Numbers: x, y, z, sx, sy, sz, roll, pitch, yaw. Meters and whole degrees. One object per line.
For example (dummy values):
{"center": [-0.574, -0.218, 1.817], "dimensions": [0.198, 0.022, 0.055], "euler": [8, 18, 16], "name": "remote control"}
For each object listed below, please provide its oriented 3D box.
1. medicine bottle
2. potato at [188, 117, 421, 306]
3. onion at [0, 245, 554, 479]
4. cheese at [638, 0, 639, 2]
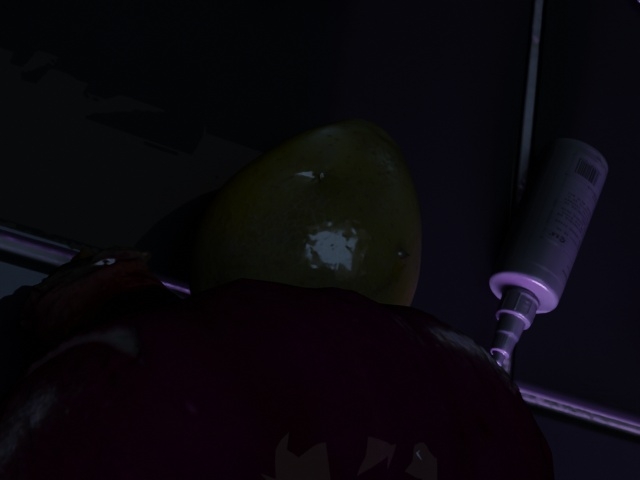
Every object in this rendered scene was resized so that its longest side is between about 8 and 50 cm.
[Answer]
{"center": [0.168, 0.013, 1.349], "dimensions": [0.058, 0.058, 0.199], "euler": [34, 62, -18], "name": "medicine bottle"}
{"center": [0.000, 0.000, 1.213], "dimensions": [0.157, 0.157, 0.194], "euler": [42, 46, -14], "name": "potato"}
{"center": [-0.061, 0.142, 1.029], "dimensions": [0.398, 0.398, 0.420], "euler": [8, 43, -29], "name": "onion"}
{"center": [0.319, -0.238, 1.530], "dimensions": [0.067, 0.026, 0.120], "euler": [38, 60, -16], "name": "cheese"}
